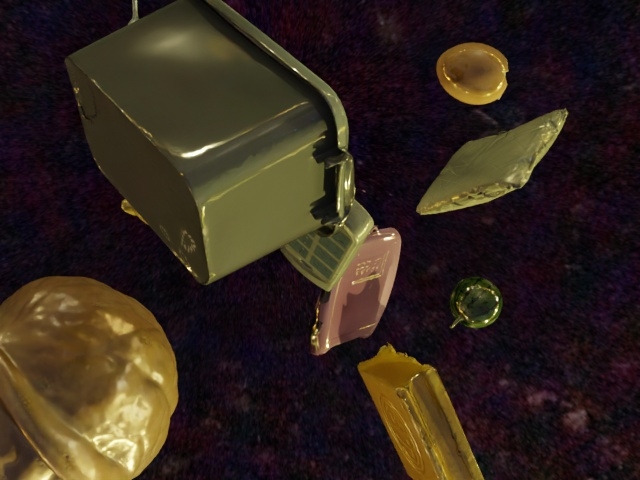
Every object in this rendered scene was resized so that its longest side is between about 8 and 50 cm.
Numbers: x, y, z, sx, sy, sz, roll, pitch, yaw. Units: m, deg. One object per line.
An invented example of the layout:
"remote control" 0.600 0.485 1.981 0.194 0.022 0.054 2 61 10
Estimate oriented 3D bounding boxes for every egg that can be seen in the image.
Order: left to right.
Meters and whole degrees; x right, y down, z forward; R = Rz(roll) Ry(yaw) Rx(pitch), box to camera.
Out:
"egg" 0.200 -0.222 0.970 0.096 0.080 0.080 1 99 -18

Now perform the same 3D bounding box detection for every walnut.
"walnut" -0.309 0.182 0.839 0.296 0.285 0.285 -40 100 -15

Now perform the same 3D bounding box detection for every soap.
"soap" 0.213 0.395 1.576 0.096 0.204 0.324 -31 108 -20

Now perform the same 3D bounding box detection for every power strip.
"power strip" 0.000 0.000 0.773 0.080 0.227 0.029 39 69 6

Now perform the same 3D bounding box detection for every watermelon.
"watermelon" 0.290 0.118 1.376 0.109 0.109 0.109 -1 99 -4

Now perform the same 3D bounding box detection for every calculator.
"calculator" 0.074 0.099 1.432 0.194 0.043 0.294 -13 130 -38

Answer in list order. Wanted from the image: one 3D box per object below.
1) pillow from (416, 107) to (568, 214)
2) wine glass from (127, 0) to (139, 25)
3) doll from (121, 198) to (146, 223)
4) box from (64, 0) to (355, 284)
"pillow" 0.367 -0.160 1.570 0.076 0.280 0.274 53 53 -17
"wine glass" -0.395 -0.445 1.553 0.066 0.066 0.198 -3 85 -4
"doll" -0.252 -0.046 1.412 0.291 0.117 0.086 16 103 21
"box" -0.098 -0.086 0.607 0.135 0.163 0.243 -31 58 -24
